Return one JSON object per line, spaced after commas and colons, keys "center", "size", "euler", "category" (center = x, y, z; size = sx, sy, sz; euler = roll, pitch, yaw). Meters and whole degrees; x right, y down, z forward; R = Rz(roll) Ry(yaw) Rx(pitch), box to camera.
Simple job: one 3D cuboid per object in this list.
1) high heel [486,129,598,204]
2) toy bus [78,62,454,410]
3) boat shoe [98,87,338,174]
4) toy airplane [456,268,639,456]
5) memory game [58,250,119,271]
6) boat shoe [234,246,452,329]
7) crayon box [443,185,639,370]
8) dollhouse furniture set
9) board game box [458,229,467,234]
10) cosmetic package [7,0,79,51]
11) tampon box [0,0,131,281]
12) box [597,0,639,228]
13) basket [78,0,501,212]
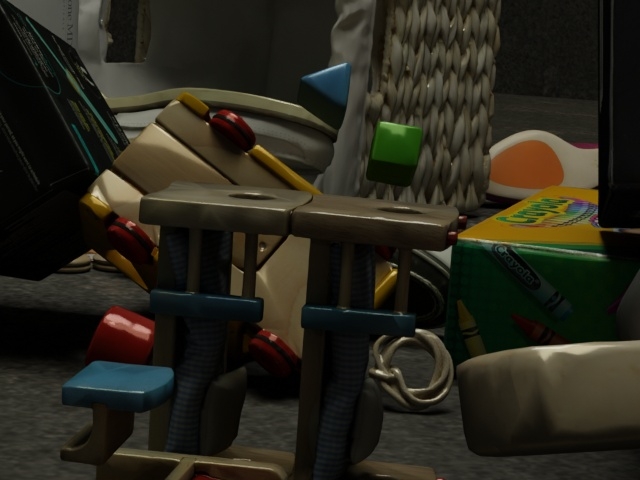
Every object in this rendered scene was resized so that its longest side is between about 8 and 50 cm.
{"center": [0.243, -0.065, 1.688], "size": [0.244, 0.082, 0.117], "euler": [-16, -15, -24], "category": "high heel"}
{"center": [-0.036, 0.015, 0.922], "size": [0.191, 0.202, 0.104], "euler": [-4, -21, -6], "category": "toy bus"}
{"center": [-0.127, -0.062, 1.339], "size": [0.302, 0.103, 0.113], "euler": [3, -14, 27], "category": "boat shoe"}
{"center": [0.272, 0.028, 0.475], "size": [0.384, 0.272, 0.386], "euler": [7, 10, 23], "category": "toy airplane"}
{"center": [-0.189, 0.001, 1.246], "size": [0.186, 0.012, 0.186], "euler": [4, 9, -1], "category": "memory game"}
{"center": [-0.014, 0.024, 1.023], "size": [0.219, 0.078, 0.070], "euler": [10, 34, 16], "category": "boat shoe"}
{"center": [0.191, 0.027, 1.023], "size": [0.165, 0.081, 0.278], "euler": [7, 10, 18], "category": "crayon box"}
{"center": [-0.017, 0.055, 0.633], "size": [0.129, 0.129, 0.183], "euler": [5, 9, 8], "category": "dollhouse furniture set"}
{"center": [0.000, 0.000, 1.167], "size": [0.243, 0.042, 0.165], "euler": [9, 3, 28], "category": "board game box"}
{"center": [-0.325, -0.145, 1.425], "size": [0.138, 0.224, 0.224], "euler": [7, 11, 25], "category": "cosmetic package"}
{"center": [-0.180, -0.054, 0.970], "size": [0.101, 0.120, 0.161], "euler": [-31, -9, 5], "category": "tampon box"}
{"center": [0.289, -0.096, 0.779], "size": [0.312, 0.179, 0.343], "euler": [0, -2, 9], "category": "box"}
{"center": [-0.024, -0.191, 1.515], "size": [0.331, 0.328, 0.266], "euler": [11, 10, 40], "category": "basket"}
